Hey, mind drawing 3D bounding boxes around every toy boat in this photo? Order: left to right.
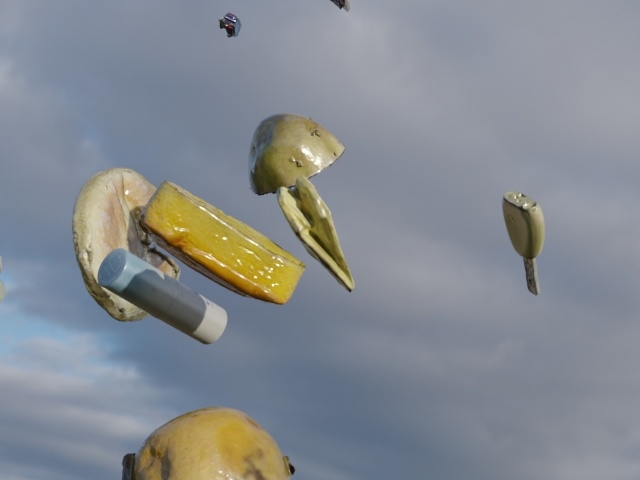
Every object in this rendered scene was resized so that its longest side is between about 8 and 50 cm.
[{"bbox_3d":[-0.159,-0.377,2.042,0.038,0.038,0.083,10,-6,4],"label":"toy boat"}]

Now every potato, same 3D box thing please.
[{"bbox_3d":[-0.065,-0.171,2.123,0.117,0.182,0.202,60,-18,-19],"label":"potato"}]

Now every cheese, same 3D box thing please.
[{"bbox_3d":[0.355,0.010,2.017,0.037,0.192,0.097,-22,30,-17],"label":"cheese"}]

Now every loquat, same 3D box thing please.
[{"bbox_3d":[-0.159,0.339,1.541,0.244,0.244,0.244,10,-19,3],"label":"loquat"}]

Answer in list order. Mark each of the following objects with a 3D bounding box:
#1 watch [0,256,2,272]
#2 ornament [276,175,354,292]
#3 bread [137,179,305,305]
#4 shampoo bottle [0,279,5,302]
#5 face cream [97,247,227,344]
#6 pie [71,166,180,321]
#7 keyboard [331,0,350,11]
[{"bbox_3d":[-0.640,0.012,1.839,0.161,0.253,0.241,15,-21,43],"label":"watch"},{"bbox_3d":[0.000,0.000,1.747,0.059,0.180,0.201,-32,-8,-3],"label":"ornament"},{"bbox_3d":[-0.137,0.011,1.640,0.245,0.094,0.102,32,-2,-18],"label":"bread"},{"bbox_3d":[-0.707,0.034,2.281,0.085,0.085,0.262,3,-38,22],"label":"shampoo bottle"},{"bbox_3d":[-0.274,0.100,2.055,0.077,0.077,0.250,-7,-30,41],"label":"face cream"},{"bbox_3d":[-0.405,0.006,2.411,0.075,0.337,0.337,-14,-29,30],"label":"pie"},{"bbox_3d":[0.024,-0.467,2.128,0.055,0.017,0.166,39,-8,17],"label":"keyboard"}]
